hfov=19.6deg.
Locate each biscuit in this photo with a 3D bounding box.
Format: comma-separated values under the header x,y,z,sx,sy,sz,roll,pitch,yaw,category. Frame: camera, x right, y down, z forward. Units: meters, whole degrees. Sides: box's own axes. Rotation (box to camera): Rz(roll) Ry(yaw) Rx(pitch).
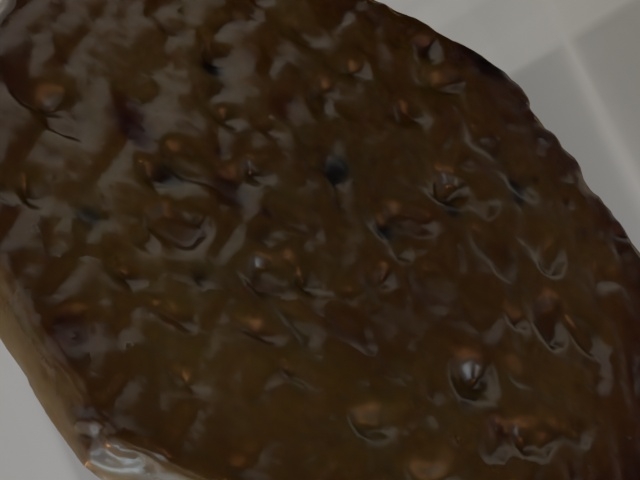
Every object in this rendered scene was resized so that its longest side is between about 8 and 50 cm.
x,y,z,sx,sy,sz,roll,pitch,yaw,category
0.000,0.001,0.814,0.359,0.359,0.046,-19,154,-42,biscuit
